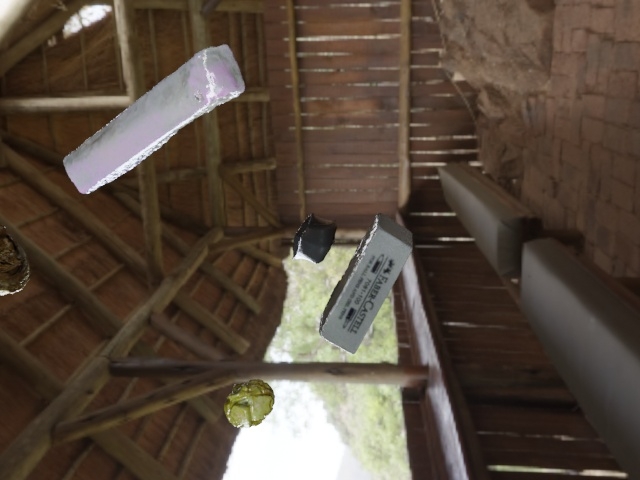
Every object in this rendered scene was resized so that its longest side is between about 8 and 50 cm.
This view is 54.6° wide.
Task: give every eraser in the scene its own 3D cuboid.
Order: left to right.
[{"bbox_3d":[0.115,0.101,1.536,0.352,0.111,0.077,-60,10,-8],"label":"eraser"}]

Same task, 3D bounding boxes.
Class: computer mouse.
[{"bbox_3d":[0.000,0.000,1.209,0.098,0.057,0.172,-70,-18,8],"label":"computer mouse"}]

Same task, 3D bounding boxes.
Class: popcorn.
[{"bbox_3d":[-0.167,0.370,1.422,0.106,0.121,0.116,53,-156,-31],"label":"popcorn"}]

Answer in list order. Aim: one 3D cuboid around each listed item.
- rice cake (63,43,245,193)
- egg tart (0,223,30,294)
[{"bbox_3d":[-0.250,-0.157,0.875,0.064,0.399,0.070,-34,-81,-49],"label":"rice cake"},{"bbox_3d":[-0.767,0.032,1.317,0.107,0.291,0.291,-45,8,12],"label":"egg tart"}]
